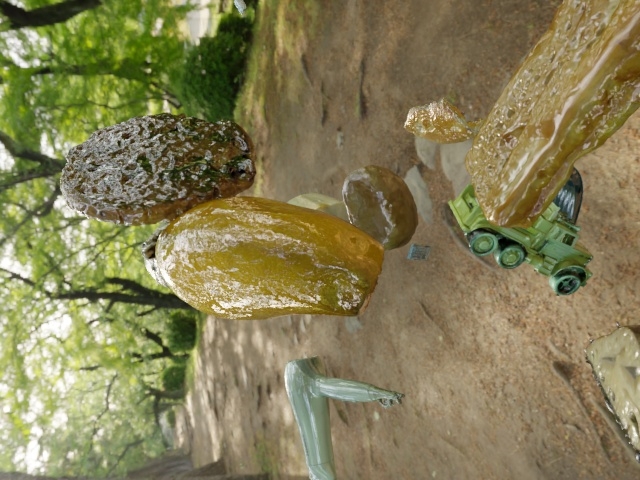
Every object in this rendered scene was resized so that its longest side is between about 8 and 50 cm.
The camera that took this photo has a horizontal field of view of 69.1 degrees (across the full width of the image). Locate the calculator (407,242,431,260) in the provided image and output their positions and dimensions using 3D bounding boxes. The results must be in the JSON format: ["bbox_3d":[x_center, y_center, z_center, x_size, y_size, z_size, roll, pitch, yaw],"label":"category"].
[{"bbox_3d":[0.332,0.040,1.552,0.018,0.172,0.057,28,100,29],"label":"calculator"}]

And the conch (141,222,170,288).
[{"bbox_3d":[-0.322,0.048,1.090,0.291,0.210,0.158,-57,-10,-76],"label":"conch"}]

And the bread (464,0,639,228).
[{"bbox_3d":[0.244,-0.132,0.457,0.270,0.078,0.139,114,158,-44],"label":"bread"}]

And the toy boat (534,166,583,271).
[{"bbox_3d":[0.536,-0.053,1.065,0.093,0.103,0.245,23,119,34],"label":"toy boat"}]

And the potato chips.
[{"bbox_3d":[0.135,-0.070,1.032,0.049,0.150,0.201,-73,-38,-75],"label":"potato chips"}]

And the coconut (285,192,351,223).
[{"bbox_3d":[0.000,0.000,1.487,0.323,0.323,0.322,170,90,-68],"label":"coconut"}]

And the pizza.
[{"bbox_3d":[0.315,-0.311,1.223,0.134,0.056,0.271,52,164,-22],"label":"pizza"}]

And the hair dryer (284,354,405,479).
[{"bbox_3d":[0.043,0.281,0.745,0.237,0.076,0.206,-24,73,42],"label":"hair dryer"}]

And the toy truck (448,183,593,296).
[{"bbox_3d":[0.363,-0.017,0.801,0.135,0.260,0.128,-54,18,26],"label":"toy truck"}]

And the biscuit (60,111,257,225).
[{"bbox_3d":[-0.282,-0.129,0.838,0.081,0.335,0.289,93,158,-45],"label":"biscuit"}]

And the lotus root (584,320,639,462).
[{"bbox_3d":[0.526,0.224,0.771,0.260,0.075,0.170,-77,-15,-56],"label":"lotus root"}]

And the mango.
[{"bbox_3d":[-0.082,0.025,0.602,0.360,0.143,0.187,-5,139,38],"label":"mango"}]

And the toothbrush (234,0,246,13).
[{"bbox_3d":[-0.239,-0.610,1.009,0.262,0.022,0.026,57,154,-4],"label":"toothbrush"}]
